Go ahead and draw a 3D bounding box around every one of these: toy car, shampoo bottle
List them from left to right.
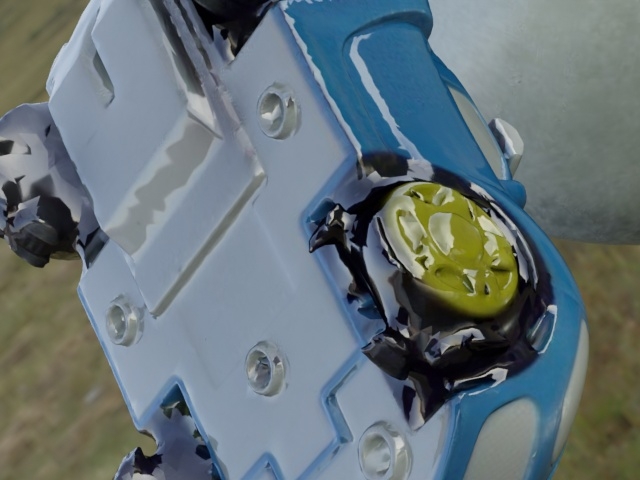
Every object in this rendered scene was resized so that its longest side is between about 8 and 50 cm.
[{"bbox_3d":[0.000,0.000,0.704,0.166,0.314,0.198,-2,-37,-39],"label":"toy car"},{"bbox_3d":[0.182,-0.164,1.233,0.322,0.322,0.317,-51,-27,-66],"label":"shampoo bottle"}]
